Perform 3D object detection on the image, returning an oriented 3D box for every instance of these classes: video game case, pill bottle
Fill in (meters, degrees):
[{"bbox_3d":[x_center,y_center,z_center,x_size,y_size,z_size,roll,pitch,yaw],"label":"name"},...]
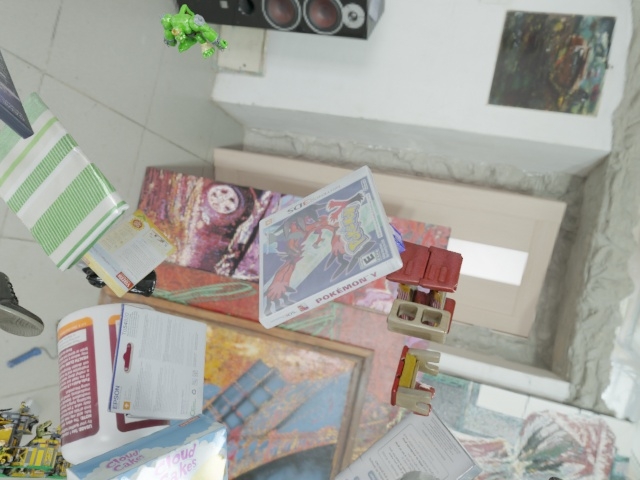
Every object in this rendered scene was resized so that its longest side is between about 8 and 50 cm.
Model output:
[{"bbox_3d":[-0.607,-0.325,0.839,0.026,0.274,0.196,-32,154,-5],"label":"video game case"},{"bbox_3d":[0.000,0.000,0.632,0.023,0.183,0.201,53,18,-37],"label":"video game case"},{"bbox_3d":[-0.458,0.359,1.083,0.224,0.224,0.392,61,14,-67],"label":"pill bottle"}]

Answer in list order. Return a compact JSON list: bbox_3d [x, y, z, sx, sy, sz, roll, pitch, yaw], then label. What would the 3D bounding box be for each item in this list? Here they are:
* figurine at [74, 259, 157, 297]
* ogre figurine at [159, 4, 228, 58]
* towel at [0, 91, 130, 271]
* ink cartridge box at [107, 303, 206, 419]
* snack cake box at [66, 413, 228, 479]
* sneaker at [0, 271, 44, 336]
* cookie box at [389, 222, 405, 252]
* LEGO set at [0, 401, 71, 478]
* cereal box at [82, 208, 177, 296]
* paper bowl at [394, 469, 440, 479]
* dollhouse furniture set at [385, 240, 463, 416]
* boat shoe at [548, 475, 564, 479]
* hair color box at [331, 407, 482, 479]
[{"bbox_3d":[-0.653,0.096,1.505,0.209,0.215,0.092,14,96,-46],"label":"figurine"},{"bbox_3d":[-0.371,-0.586,1.361,0.097,0.197,0.118,-53,155,-9],"label":"ogre figurine"},{"bbox_3d":[-0.607,-0.124,1.091,0.248,0.325,0.038,-40,179,17],"label":"towel"},{"bbox_3d":[-0.349,0.266,1.038,0.224,0.045,0.223,28,50,-45],"label":"ink cartridge box"},{"bbox_3d":[-0.295,0.435,0.862,0.264,0.089,0.152,-8,100,-49],"label":"snack cake box"},{"bbox_3d":[-0.776,0.149,1.208,0.083,0.222,0.118,-57,-169,33],"label":"sneaker"},{"bbox_3d":[0.058,0.005,0.742,0.092,0.107,0.040,38,31,-33],"label":"cookie box"},{"bbox_3d":[-0.802,0.537,1.337,0.331,0.254,0.192,103,-11,-58],"label":"LEGO set"},{"bbox_3d":[-0.561,0.032,1.427,0.047,0.173,0.240,-34,-169,38],"label":"cereal box"},{"bbox_3d":[0.119,0.276,0.281,0.148,0.284,0.284,-40,168,10],"label":"paper bowl"},{"bbox_3d":[0.198,0.203,1.059,0.201,0.152,0.374,82,27,-47],"label":"dollhouse furniture set"},{"bbox_3d":[0.443,0.431,0.733,0.080,0.223,0.073,116,-1,-57],"label":"boat shoe"},{"bbox_3d":[0.183,0.595,1.179,0.374,0.185,0.113,-40,141,0],"label":"hair color box"}]
